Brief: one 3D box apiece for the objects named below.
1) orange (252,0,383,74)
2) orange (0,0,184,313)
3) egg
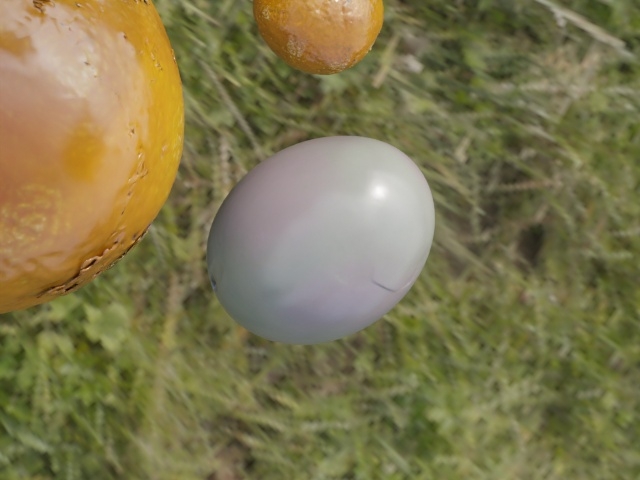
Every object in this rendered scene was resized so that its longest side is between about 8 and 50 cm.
[{"bbox_3d":[-0.001,-0.232,1.809,0.135,0.117,0.135,2,81,-11],"label":"orange"},{"bbox_3d":[-0.205,-0.079,1.097,0.246,0.246,0.246,-10,115,-23],"label":"orange"},{"bbox_3d":[0.000,0.000,0.954,0.103,0.103,0.135,32,134,-33],"label":"egg"}]
